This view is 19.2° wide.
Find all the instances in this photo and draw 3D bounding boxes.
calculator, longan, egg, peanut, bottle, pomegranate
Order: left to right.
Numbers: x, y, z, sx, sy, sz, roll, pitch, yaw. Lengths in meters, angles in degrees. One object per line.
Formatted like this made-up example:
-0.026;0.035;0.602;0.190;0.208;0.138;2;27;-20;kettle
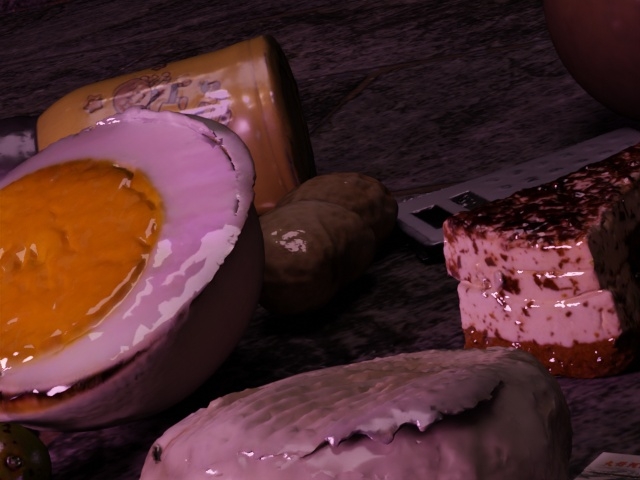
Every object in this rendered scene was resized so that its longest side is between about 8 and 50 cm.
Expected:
-0.223;0.163;1.282;0.084;0.073;0.073;-47;3;25;pomegranate
-0.151;0.054;1.410;0.264;0.174;0.286;-6;41;25;egg
-0.191;-0.079;1.837;0.351;0.171;0.171;-13;17;5;bottle
0.000;-0.001;1.582;0.104;0.085;0.228;0;19;16;peanut
0.186;-0.043;1.664;0.262;0.021;0.161;-18;17;-12;calculator
0.332;-0.254;1.797;0.243;0.300;0.300;7;15;-6;longan

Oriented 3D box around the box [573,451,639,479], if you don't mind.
0.162;0.148;1.061;0.054;0.024;0.083;-2;21;41;box

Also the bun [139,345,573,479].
0.022;0.137;1.002;0.239;0.141;0.239;-9;1;0;bun

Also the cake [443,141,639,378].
0.219;0.007;1.326;0.246;0.112;0.135;-21;20;-32;cake
